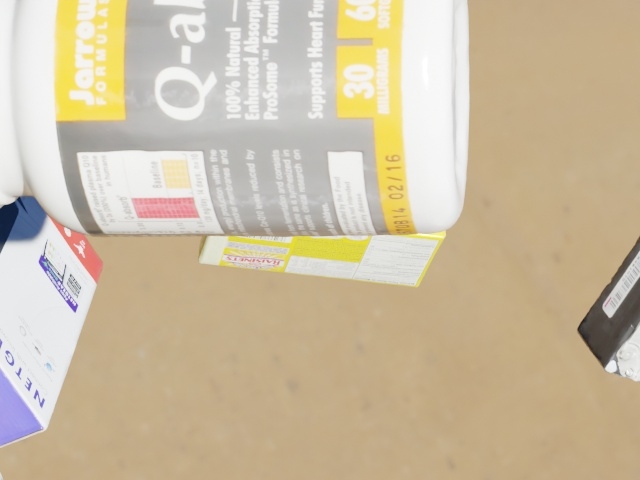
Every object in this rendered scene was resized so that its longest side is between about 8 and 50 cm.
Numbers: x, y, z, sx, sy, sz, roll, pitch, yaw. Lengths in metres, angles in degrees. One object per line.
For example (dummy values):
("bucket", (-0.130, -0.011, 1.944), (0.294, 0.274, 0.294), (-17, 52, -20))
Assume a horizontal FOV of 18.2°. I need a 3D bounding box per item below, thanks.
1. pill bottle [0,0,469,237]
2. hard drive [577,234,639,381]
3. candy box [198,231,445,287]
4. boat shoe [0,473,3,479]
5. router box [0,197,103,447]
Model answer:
("pill bottle", (-0.065, -0.082, 1.034), (0.162, 0.278, 0.162), (0, 90, -82))
("hard drive", (0.397, 0.036, 1.578), (0.339, 0.237, 0.064), (17, 26, -33))
("candy box", (0.000, 0.000, 1.783), (0.206, 0.105, 0.027), (6, 65, -10))
("boat shoe", (-0.357, 0.282, 2.000), (0.254, 0.095, 0.079), (120, -38, -65))
("router box", (-0.355, -0.010, 1.947), (0.335, 0.082, 0.301), (59, 20, -26))
